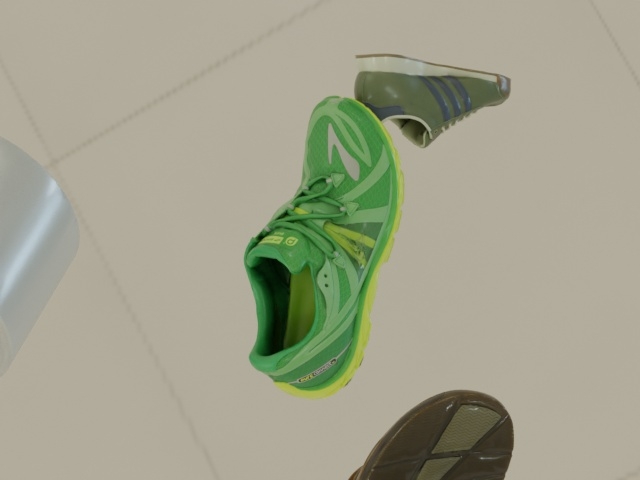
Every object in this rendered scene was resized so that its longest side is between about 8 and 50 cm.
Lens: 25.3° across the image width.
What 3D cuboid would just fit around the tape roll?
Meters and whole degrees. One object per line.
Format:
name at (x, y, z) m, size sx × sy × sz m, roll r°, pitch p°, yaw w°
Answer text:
tape roll at (-0.395, 0.015, 1.485) m, size 0.246 × 0.246 × 0.169 m, roll 15°, pitch 49°, yaw 11°

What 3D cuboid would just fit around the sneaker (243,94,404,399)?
sneaker at (0.000, 0.000, 1.351) m, size 0.109 × 0.123 × 0.296 m, roll 0°, pitch 76°, yaw 39°

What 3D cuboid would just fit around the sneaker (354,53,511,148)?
sneaker at (0.111, -0.135, 1.450) m, size 0.064 × 0.192 × 0.086 m, roll 5°, pitch 90°, yaw 54°

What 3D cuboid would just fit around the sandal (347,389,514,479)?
sandal at (0.046, 0.181, 0.917) m, size 0.090 × 0.060 × 0.219 m, roll 14°, pitch 114°, yaw -20°
